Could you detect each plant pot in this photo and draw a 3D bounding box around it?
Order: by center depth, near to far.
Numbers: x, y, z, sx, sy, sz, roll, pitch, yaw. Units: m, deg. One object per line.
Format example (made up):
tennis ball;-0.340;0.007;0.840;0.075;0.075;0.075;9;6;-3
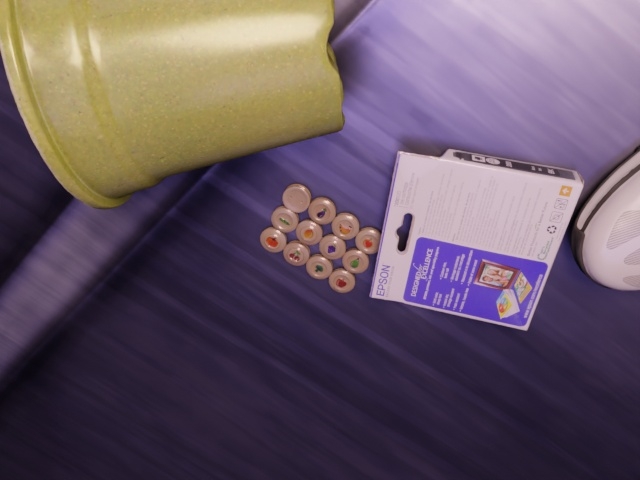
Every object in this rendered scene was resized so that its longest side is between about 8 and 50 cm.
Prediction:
plant pot;-0.109;-0.182;0.526;0.253;0.276;0.276;-6;116;2

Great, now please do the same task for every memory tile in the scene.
memory tile;0.000;0.000;0.717;0.148;0.012;0.113;31;119;-4

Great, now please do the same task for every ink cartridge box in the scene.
ink cartridge box;0.178;-0.002;0.659;0.208;0.045;0.206;11;119;5

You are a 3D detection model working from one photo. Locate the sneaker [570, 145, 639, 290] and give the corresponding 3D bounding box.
sneaker;0.459;-0.036;0.461;0.447;0.257;0.169;-28;109;23
